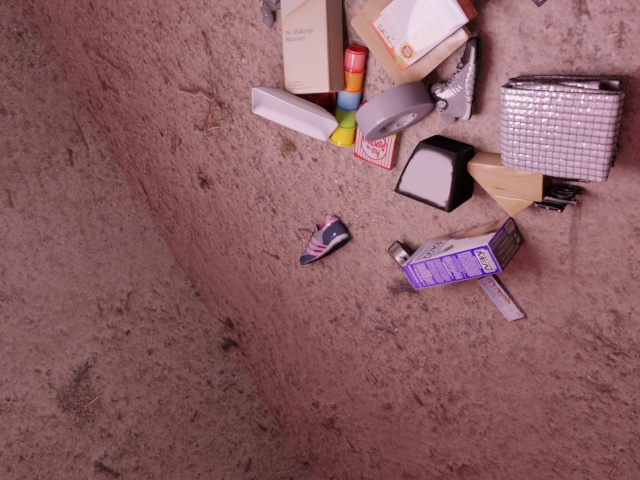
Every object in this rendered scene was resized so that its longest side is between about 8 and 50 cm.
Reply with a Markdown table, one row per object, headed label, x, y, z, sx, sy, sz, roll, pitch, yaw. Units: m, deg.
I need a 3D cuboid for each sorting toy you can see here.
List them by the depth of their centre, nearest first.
| label | x | y | z | sx | sy | sz | roll | pitch | yaw |
| --- | --- | --- | --- | --- | --- | --- | --- | --- | --- |
| sorting toy | 0.253 | -0.587 | 1.430 | 0.257 | 0.089 | 0.255 | 52 | 141 | -4 |

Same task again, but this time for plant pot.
| label | x | y | z | sx | sy | sz | roll | pitch | yaw |
| --- | --- | --- | --- | --- | --- | --- | --- | --- | --- |
| plant pot | 0.357 | -0.212 | 1.569 | 0.187 | 0.188 | 0.167 | 25 | 123 | 28 |

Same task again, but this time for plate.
| label | x | y | z | sx | sy | sz | roll | pitch | yaw |
| --- | --- | --- | --- | --- | --- | --- | --- | --- | --- |
| plate | -0.084 | -0.411 | 1.679 | 0.277 | 0.045 | 0.278 | 20 | 176 | -7 |

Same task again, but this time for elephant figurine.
| label | x | y | z | sx | sy | sz | roll | pitch | yaw |
| --- | --- | --- | --- | --- | --- | --- | --- | --- | --- |
| elephant figurine | -0.142 | -0.793 | 1.615 | 0.169 | 0.186 | 0.239 | -25 | 120 | 6 |

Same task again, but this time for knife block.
| label | x | y | z | sx | sy | sz | roll | pitch | yaw |
| --- | --- | --- | --- | --- | --- | --- | --- | --- | --- |
| knife block | 0.581 | -0.188 | 1.441 | 0.276 | 0.088 | 0.242 | 47 | 140 | 4 |

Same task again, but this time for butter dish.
| label | x | y | z | sx | sy | sz | roll | pitch | yaw |
| --- | --- | --- | --- | --- | --- | --- | --- | --- | --- |
| butter dish | -0.040 | -0.475 | 1.744 | 0.160 | 0.118 | 0.160 | 46 | 166 | 8 |

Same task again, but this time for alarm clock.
| label | x | y | z | sx | sy | sz | roll | pitch | yaw |
| --- | --- | --- | --- | --- | --- | --- | --- | --- | --- |
| alarm clock | 0.293 | 0.064 | 1.850 | 0.064 | 0.192 | 0.129 | -44 | 83 | 8 |

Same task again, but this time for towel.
| label | x | y | z | sx | sy | sz | roll | pitch | yaw |
| --- | --- | --- | --- | --- | --- | --- | --- | --- | --- |
| towel | 0.604 | -0.291 | 1.317 | 0.283 | 0.121 | 0.235 | 15 | 128 | 37 |

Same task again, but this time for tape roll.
| label | x | y | z | sx | sy | sz | roll | pitch | yaw |
| --- | --- | --- | --- | --- | --- | --- | --- | --- | --- |
| tape roll | 0.212 | -0.368 | 1.506 | 0.219 | 0.219 | 0.072 | -30 | 82 | 50 |

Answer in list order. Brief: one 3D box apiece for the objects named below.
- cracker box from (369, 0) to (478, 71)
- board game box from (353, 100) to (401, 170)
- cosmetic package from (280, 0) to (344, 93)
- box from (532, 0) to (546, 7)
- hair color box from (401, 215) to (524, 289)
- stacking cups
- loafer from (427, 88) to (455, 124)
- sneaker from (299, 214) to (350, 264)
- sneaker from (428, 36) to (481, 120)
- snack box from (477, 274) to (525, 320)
| label | x | y | z | sx | sy | sz | roll | pitch | yaw |
| --- | --- | --- | --- | --- | --- | --- | --- | --- | --- |
| cracker box | 0.256 | -0.561 | 1.323 | 0.232 | 0.067 | 0.156 | -25 | 102 | 51 |
| board game box | 0.190 | -0.342 | 1.716 | 0.146 | 0.045 | 0.193 | 26 | 135 | 24 |
| cosmetic package | -0.023 | -0.602 | 1.573 | 0.160 | 0.113 | 0.309 | 4 | 106 | 28 |
| box | 0.529 | -0.586 | 1.060 | 0.056 | 0.231 | 0.183 | 47 | 142 | -2 |
| hair color box | 0.447 | 0.044 | 1.672 | 0.339 | 0.185 | 0.110 | -18 | 106 | 48 |
| stacking cups | 0.086 | -0.464 | 1.687 | 0.096 | 0.096 | 0.316 | 27 | 134 | 25 |
| loafer | 0.354 | -0.396 | 1.534 | 0.045 | 0.039 | 0.125 | -34 | 98 | 13 |
| sneaker | 0.000 | 0.000 | 2.140 | 0.319 | 0.112 | 0.131 | -36 | 77 | 48 |
| sneaker | 0.360 | -0.440 | 1.431 | 0.132 | 0.086 | 0.229 | 12 | 130 | 21 |
| snack box | 0.609 | 0.191 | 1.765 | 0.178 | 0.022 | 0.064 | 52 | 142 | -3 |
